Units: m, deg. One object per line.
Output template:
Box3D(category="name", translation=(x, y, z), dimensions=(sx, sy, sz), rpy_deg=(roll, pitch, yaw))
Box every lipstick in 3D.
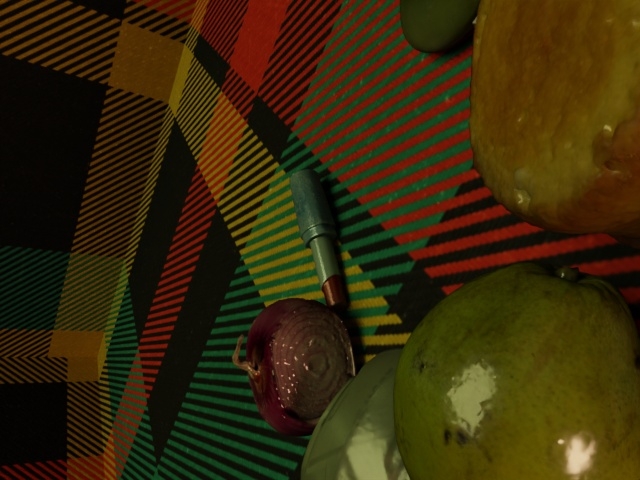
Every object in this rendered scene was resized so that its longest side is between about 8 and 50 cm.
Box3D(category="lipstick", translation=(0.000, 0.000, 0.844), dimensions=(0.068, 0.061, 0.274), rpy_deg=(-37, 57, 41))

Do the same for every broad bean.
Box3D(category="broad bean", translation=(0.179, -0.377, 0.609), dimensions=(0.263, 0.121, 0.189), rpy_deg=(98, 154, -49))

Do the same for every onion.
Box3D(category="onion", translation=(-0.042, 0.204, 0.768), dimensions=(0.207, 0.200, 0.200), rpy_deg=(55, 136, 3))

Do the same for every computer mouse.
Box3D(category="computer mouse", translation=(0.060, 0.343, 0.595), dimensions=(0.228, 0.145, 0.430), rpy_deg=(15, 95, 54))

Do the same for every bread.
Box3D(category="bread", translation=(0.235, -0.139, 0.356), dimensions=(0.312, 0.172, 0.313), rpy_deg=(177, 90, -83))

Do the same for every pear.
Box3D(category="pear", translation=(0.170, 0.147, 0.415), dimensions=(0.212, 0.212, 0.270), rpy_deg=(42, 123, 52))
